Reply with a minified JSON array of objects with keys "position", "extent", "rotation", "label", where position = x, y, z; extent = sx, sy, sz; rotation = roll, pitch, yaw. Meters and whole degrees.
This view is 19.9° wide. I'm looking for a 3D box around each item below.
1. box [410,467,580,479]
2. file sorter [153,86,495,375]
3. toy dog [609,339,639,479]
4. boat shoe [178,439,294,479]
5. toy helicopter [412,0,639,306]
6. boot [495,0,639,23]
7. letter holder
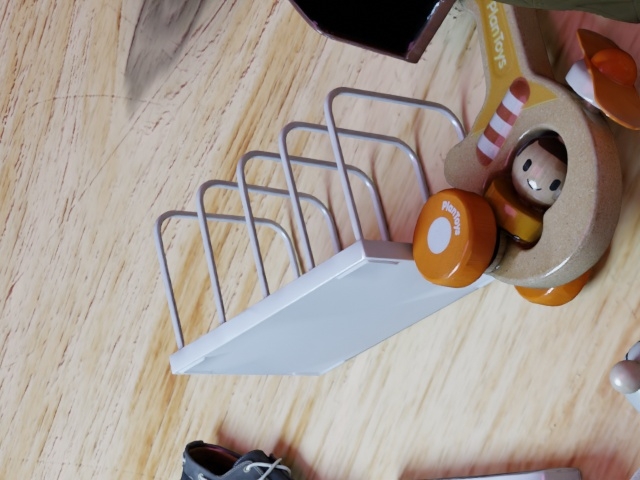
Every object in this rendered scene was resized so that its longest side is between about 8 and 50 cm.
[{"position":[0.145,0.372,1.642],"extent":[0.232,0.058,0.322],"rotation":[-12,79,45],"label":"box"},{"position":[0.000,0.000,1.711],"extent":[0.278,0.193,0.173],"rotation":[-32,63,40],"label":"file sorter"},{"position":[0.282,0.201,1.308],"extent":[0.334,0.161,0.220],"rotation":[35,111,53],"label":"toy dog"},{"position":[-0.064,0.252,1.843],"extent":[0.233,0.084,0.079],"rotation":[6,93,49],"label":"boat shoe"},{"position":[0.184,-0.131,1.574],"extent":[0.235,0.140,0.355],"rotation":[-40,48,45],"label":"toy helicopter"},{"position":[0.242,-0.269,1.513],"extent":[0.213,0.077,0.165],"rotation":[8,74,7],"label":"boot"},{"position":[-0.015,-0.328,1.684],"extent":[0.152,0.214,0.302],"rotation":[-58,40,28],"label":"letter holder"}]
